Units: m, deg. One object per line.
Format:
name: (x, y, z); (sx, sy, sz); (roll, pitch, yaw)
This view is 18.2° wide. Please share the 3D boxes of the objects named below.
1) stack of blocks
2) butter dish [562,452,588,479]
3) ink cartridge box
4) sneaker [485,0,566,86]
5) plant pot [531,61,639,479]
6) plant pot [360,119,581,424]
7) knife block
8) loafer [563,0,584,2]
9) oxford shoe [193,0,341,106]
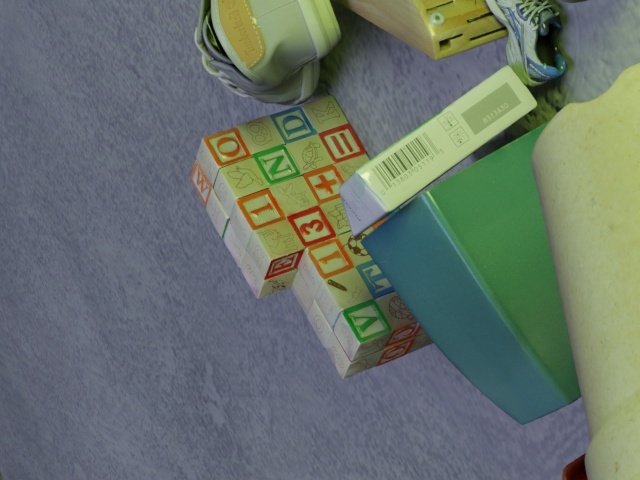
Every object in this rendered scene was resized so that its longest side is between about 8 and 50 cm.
stack of blocks: (0.000, 0.000, 2.220); (0.297, 0.171, 0.087); (60, 154, 21)
butter dish: (0.308, 0.261, 1.853); (0.160, 0.118, 0.160); (69, -160, 5)
ink cartridge box: (0.095, -0.076, 1.905); (0.056, 0.181, 0.224); (54, 166, -1)
sneaker: (0.192, -0.207, 1.818); (0.058, 0.052, 0.135); (3, 120, 57)
plant pot: (0.304, 0.033, 1.479); (0.334, 0.333, 0.306); (118, 138, -59)
plant pot: (0.187, 0.043, 1.881); (0.234, 0.165, 0.165); (59, 155, 3)
knife block: (0.069, -0.263, 1.968); (0.276, 0.088, 0.242); (64, 162, 15)
loafer: (0.219, -0.326, 1.613); (0.092, 0.102, 0.269); (42, 134, 49)
oxford shoe: (-0.074, -0.223, 2.167); (0.449, 0.130, 0.169); (163, 82, -84)
